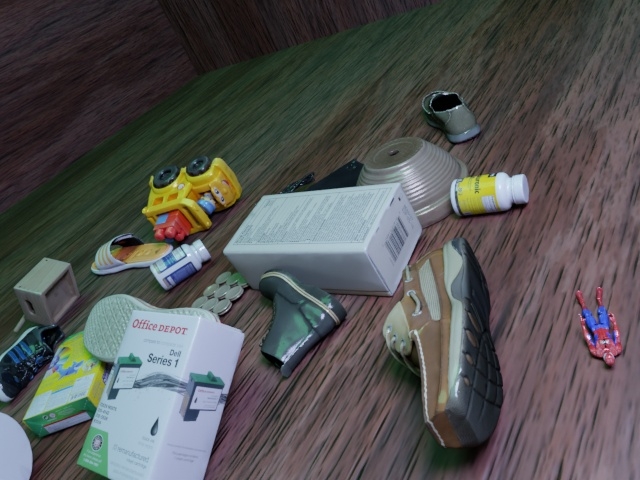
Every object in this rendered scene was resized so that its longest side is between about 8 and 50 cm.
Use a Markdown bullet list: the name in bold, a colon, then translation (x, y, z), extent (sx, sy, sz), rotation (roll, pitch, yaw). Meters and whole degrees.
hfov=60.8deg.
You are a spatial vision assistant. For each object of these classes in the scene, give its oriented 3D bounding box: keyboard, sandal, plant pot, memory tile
- **keyboard**: translation (-0.032, -0.088, 1.221), extent (0.317, 0.033, 0.201), rotation (-33, 36, -13)
- **sandal**: translation (-0.483, 0.020, 1.369), extent (0.265, 0.076, 0.102), rotation (-9, 33, 29)
- **plant pot**: translation (0.156, -0.121, 1.040), extent (0.237, 0.109, 0.237), rotation (-21, 30, 13)
- **memory tile**: translation (-0.198, 0.113, 1.046), extent (0.113, 0.012, 0.148), rotation (-1, 39, 44)

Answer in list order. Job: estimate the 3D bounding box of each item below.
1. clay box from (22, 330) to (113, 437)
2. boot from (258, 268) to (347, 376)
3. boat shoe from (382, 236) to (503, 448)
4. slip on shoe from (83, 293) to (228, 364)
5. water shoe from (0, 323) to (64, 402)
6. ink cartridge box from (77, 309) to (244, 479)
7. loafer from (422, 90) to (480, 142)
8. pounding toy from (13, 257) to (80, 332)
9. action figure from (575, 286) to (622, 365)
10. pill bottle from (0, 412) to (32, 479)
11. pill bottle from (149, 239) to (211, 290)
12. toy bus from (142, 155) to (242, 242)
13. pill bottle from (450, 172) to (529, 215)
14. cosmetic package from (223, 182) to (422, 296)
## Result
- **clay box**: translation (-0.436, 0.240, 0.998), extent (0.127, 0.053, 0.222), rotation (-21, 28, 6)
- **boot**: translation (-0.071, 0.125, 0.872), extent (0.137, 0.077, 0.198), rotation (-46, 33, -22)
- **boat shoe**: translation (0.145, 0.118, 0.672), extent (0.120, 0.122, 0.324), rotation (-20, 21, 23)
- **slip on shoe**: translation (-0.286, 0.164, 0.937), extent (0.331, 0.101, 0.123), rotation (-1, 65, 30)
- **water shoe**: translation (-0.596, 0.238, 1.115), extent (0.080, 0.073, 0.203), rotation (-20, 30, 8)
- **ink cartridge box**: translation (-0.213, 0.211, 0.738), extent (0.160, 0.092, 0.219), rotation (-2, 65, 38)
- **loafer**: translation (0.293, -0.305, 1.244), extent (0.094, 0.087, 0.251), rotation (-25, 29, 4)
- **pounding toy**: translation (-0.655, 0.136, 1.282), extent (0.100, 0.141, 0.130), rotation (12, 40, 9)
- **action figure**: translation (0.323, 0.099, 0.632), extent (0.038, 0.030, 0.115), rotation (-10, 35, 19)
- **pill bottle**: translation (-0.593, 0.370, 0.810), extent (0.278, 0.162, 0.162), rotation (-24, 29, 4)
- **pill bottle**: translation (-0.301, 0.050, 1.180), extent (0.120, 0.067, 0.067), rotation (-34, 30, -12)
- **toy bus**: translation (-0.326, -0.083, 1.353), extent (0.220, 0.149, 0.211), rotation (-14, 43, 18)
- **pill bottle**: translation (0.283, -0.079, 0.912), extent (0.116, 0.065, 0.065), rotation (-6, 35, 32)
- **cosmetic package**: translation (0.000, 0.000, 0.954), extent (0.309, 0.113, 0.160), rotation (-1, 45, 39)
